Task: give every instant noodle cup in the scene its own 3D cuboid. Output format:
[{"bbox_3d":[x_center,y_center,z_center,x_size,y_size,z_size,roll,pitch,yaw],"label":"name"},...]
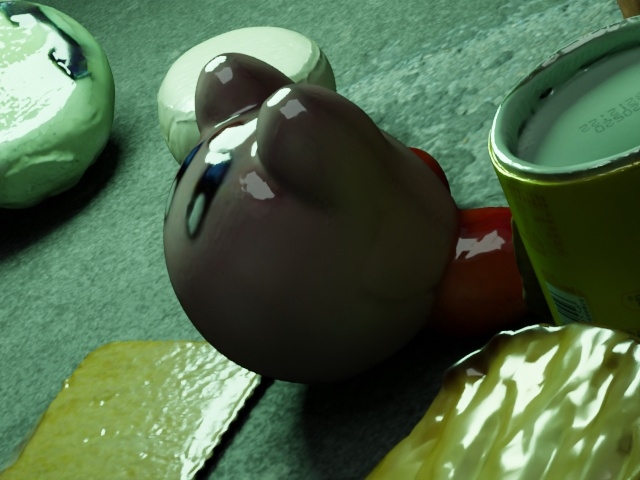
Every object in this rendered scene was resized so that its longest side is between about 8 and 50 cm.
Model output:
[{"bbox_3d":[0.209,0.005,0.774,0.216,0.236,0.215,-25,30,16],"label":"instant noodle cup"}]

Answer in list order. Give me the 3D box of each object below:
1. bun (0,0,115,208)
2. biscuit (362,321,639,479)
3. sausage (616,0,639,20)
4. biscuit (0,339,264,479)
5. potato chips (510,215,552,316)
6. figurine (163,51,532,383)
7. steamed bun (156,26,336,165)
[{"bbox_3d":[-0.373,-0.135,1.592,0.293,0.187,0.293,-7,51,9],"label":"bun"},{"bbox_3d":[0.084,0.175,0.622,0.296,0.102,0.296,-48,16,19],"label":"biscuit"},{"bbox_3d":[0.266,-0.142,0.922,0.114,0.259,0.113,-20,34,15],"label":"sausage"},{"bbox_3d":[-0.168,0.164,1.108,0.237,0.013,0.232,-4,39,41],"label":"biscuit"},{"bbox_3d":[0.191,-0.030,0.891,0.150,0.201,0.049,-15,40,-28],"label":"potato chips"},{"bbox_3d":[0.003,0.007,1.014,0.211,0.261,0.270,-61,33,4],"label":"figurine"},{"bbox_3d":[-0.067,-0.122,1.328,0.177,0.130,0.228,-23,28,-5],"label":"steamed bun"}]
